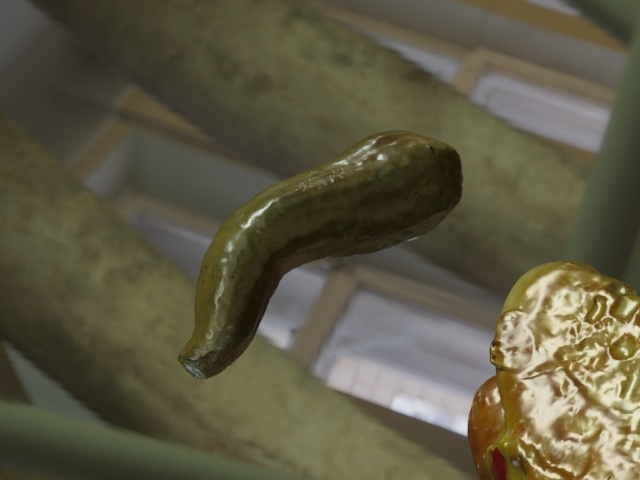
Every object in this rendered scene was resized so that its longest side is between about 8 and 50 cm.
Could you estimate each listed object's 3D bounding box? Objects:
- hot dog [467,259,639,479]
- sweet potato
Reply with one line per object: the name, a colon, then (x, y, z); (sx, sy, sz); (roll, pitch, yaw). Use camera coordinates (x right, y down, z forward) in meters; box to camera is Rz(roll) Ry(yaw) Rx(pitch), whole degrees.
hot dog: (0.175, 0.127, 0.892); (0.153, 0.256, 0.150); (-51, -41, -8)
sweet potato: (-0.005, -0.004, 1.088); (0.233, 0.081, 0.062); (-33, -5, -20)
